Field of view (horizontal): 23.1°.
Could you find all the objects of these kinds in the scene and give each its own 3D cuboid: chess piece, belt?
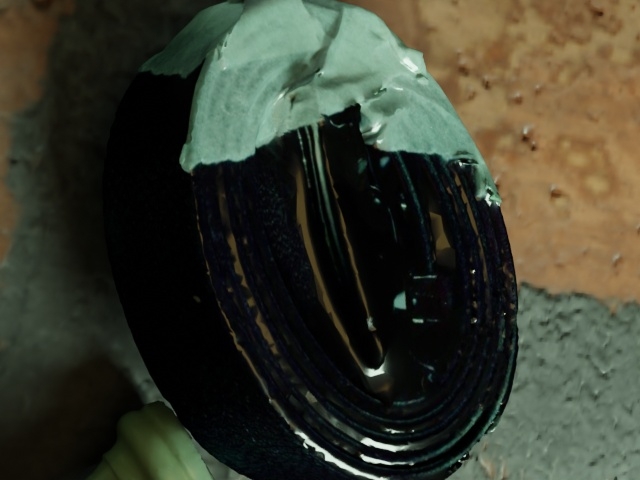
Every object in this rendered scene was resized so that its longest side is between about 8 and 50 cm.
[{"bbox_3d":[-0.113,0.121,0.611,0.149,0.059,0.059,-28,111,-15],"label":"chess piece"},{"bbox_3d":[0.000,0.000,0.606,0.151,0.078,0.198,-30,101,-36],"label":"belt"}]
